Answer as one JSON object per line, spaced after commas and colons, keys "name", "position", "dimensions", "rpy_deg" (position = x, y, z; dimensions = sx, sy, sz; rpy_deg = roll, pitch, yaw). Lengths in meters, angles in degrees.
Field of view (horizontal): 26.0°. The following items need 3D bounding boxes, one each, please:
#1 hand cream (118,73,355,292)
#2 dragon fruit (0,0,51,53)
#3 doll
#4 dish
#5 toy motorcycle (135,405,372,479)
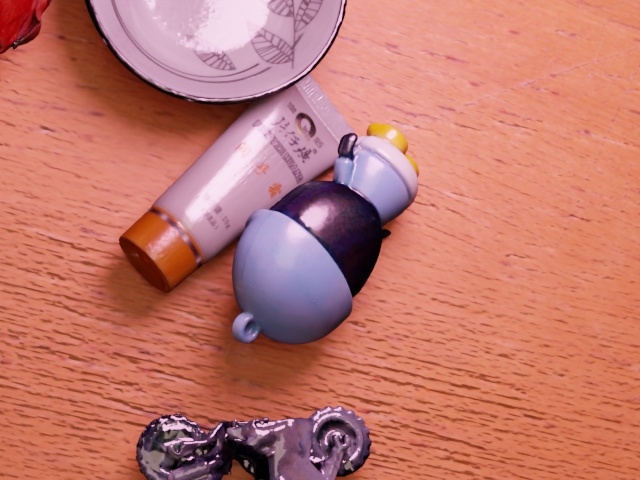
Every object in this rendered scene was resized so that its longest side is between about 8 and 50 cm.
{"name": "hand cream", "position": [-0.092, -0.066, 1.622], "dimensions": [0.314, 0.089, 0.140], "rpy_deg": [-47, 106, -22]}
{"name": "dragon fruit", "position": [-0.424, -0.292, 1.519], "dimensions": [0.293, 0.234, 0.234], "rpy_deg": [-23, 85, -22]}
{"name": "doll", "position": [0.000, 0.000, 1.594], "dimensions": [0.314, 0.141, 0.177], "rpy_deg": [-50, 135, -27]}
{"name": "dish", "position": [-0.128, -0.298, 1.641], "dimensions": [0.316, 0.106, 0.317], "rpy_deg": [2, 79, -9]}
{"name": "toy motorcycle", "position": [-0.069, 0.267, 1.552], "dimensions": [0.270, 0.106, 0.159], "rpy_deg": [-2, 75, -16]}
